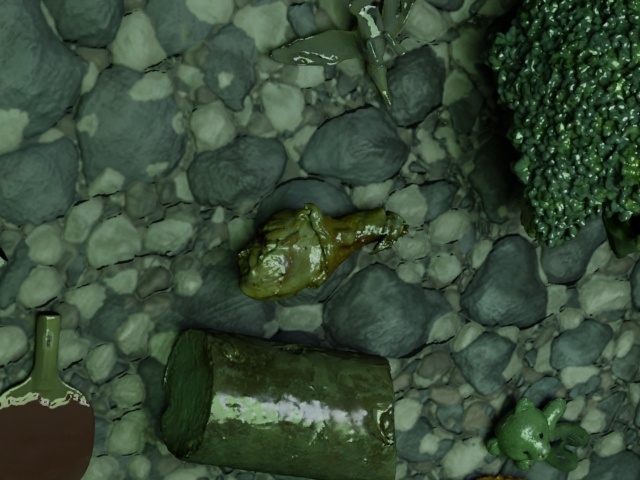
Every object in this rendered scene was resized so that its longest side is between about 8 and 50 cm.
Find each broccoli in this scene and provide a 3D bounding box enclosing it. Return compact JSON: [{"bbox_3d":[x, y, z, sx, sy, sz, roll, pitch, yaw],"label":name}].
[{"bbox_3d":[0.342,-0.160,1.528,0.277,0.338,0.317,-15,132,14],"label":"broccoli"}]

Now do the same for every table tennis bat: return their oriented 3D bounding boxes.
[{"bbox_3d":[-0.331,0.199,1.519,0.131,0.022,0.234,2,103,-18],"label":"table tennis bat"}]

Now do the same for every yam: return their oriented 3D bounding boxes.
[{"bbox_3d":[-0.030,0.204,1.547,0.304,0.168,0.168,10,99,-18],"label":"yam"}]

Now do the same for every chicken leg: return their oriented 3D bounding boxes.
[{"bbox_3d":[0.000,0.000,1.548,0.227,0.088,0.103,-24,93,-11],"label":"chicken leg"}]

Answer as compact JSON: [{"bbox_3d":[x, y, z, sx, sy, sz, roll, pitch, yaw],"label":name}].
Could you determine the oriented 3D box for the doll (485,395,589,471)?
[{"bbox_3d":[0.303,0.268,1.720,0.150,0.077,0.115,18,107,-32],"label":"doll"}]

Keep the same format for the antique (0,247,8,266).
[{"bbox_3d":[-0.452,-0.025,1.395,0.221,0.081,0.080,43,85,-21],"label":"antique"}]

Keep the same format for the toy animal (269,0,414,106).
[{"bbox_3d":[0.059,-0.224,1.512,0.219,0.095,0.155,-28,105,-10],"label":"toy animal"}]

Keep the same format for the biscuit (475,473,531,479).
[{"bbox_3d":[0.231,0.437,1.750,0.254,0.035,0.254,-5,104,-19],"label":"biscuit"}]
